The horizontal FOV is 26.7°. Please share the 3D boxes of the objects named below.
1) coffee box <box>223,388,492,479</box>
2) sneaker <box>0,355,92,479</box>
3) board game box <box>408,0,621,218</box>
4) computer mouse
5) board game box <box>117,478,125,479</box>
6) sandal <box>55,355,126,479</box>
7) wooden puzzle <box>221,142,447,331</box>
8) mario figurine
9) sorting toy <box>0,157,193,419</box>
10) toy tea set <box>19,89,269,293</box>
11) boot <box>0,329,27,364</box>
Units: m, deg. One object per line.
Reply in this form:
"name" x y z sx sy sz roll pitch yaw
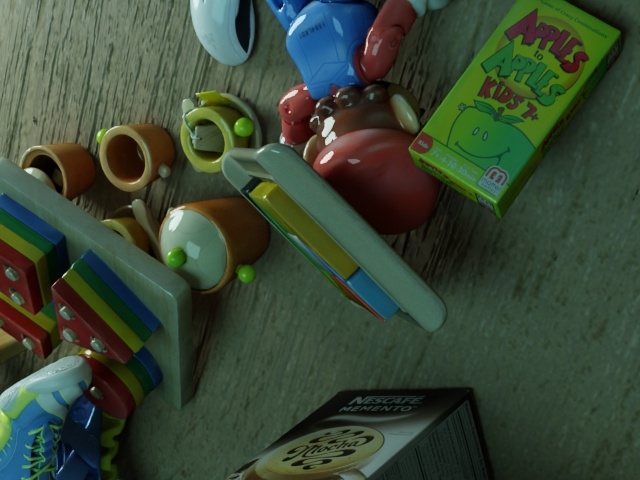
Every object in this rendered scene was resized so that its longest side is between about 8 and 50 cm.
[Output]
"coffee box" 0.019 0.251 1.275 0.168 0.297 0.119 -7 104 35
"sneaker" -0.301 0.212 1.443 0.240 0.091 0.126 -30 90 40
"board game box" 0.166 -0.120 1.145 0.092 0.043 0.181 34 83 21
"computer mouse" -0.102 -0.266 1.338 0.106 0.042 0.193 11 112 36
"board game box" -0.175 0.374 1.609 0.211 0.039 0.160 1 106 36
"sandal" -0.298 0.295 1.569 0.126 0.138 0.318 -7 89 33
"wooden puzzle" 0.000 0.000 1.243 0.221 0.044 0.238 45 171 -10
"mario figurine" 0.036 -0.160 1.262 0.198 0.170 0.321 143 111 -73
"sorting toy" -0.265 0.075 1.458 0.255 0.089 0.257 33 150 16
"toy tea set" -0.204 -0.036 1.437 0.336 0.124 0.200 -8 101 36
"boot" -0.450 0.188 1.545 0.264 0.280 0.096 -2 112 60
